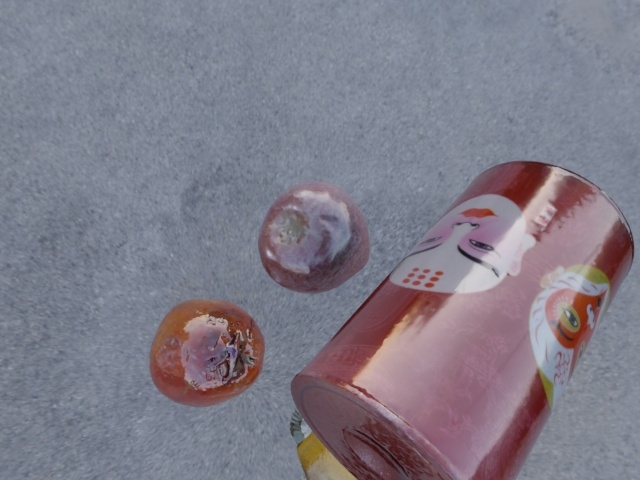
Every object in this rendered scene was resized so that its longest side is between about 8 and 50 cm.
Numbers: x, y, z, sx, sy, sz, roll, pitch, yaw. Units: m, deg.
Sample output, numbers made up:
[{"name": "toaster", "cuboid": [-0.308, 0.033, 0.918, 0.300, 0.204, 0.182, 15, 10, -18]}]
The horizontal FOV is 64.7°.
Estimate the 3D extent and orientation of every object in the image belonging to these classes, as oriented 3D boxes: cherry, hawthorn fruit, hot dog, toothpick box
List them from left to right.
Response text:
[{"name": "hawthorn fruit", "cuboid": [-0.248, 0.270, 1.219, 0.276, 0.307, 0.276, 11, 74, -44]}, {"name": "cherry", "cuboid": [-0.010, -0.003, 1.060, 0.206, 0.239, 0.239, 17, 71, 23]}, {"name": "hot dog", "cuboid": [0.027, 0.548, 1.370, 0.162, 0.082, 0.271, -27, 100, 6]}, {"name": "toothpick box", "cuboid": [0.153, 0.090, 0.513, 0.204, 0.204, 0.333, 44, 60, 5]}]

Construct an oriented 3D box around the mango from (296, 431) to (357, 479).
[{"name": "mango", "cuboid": [0.102, 0.268, 0.810, 0.187, 0.144, 0.359, 26, 76, 23]}]
